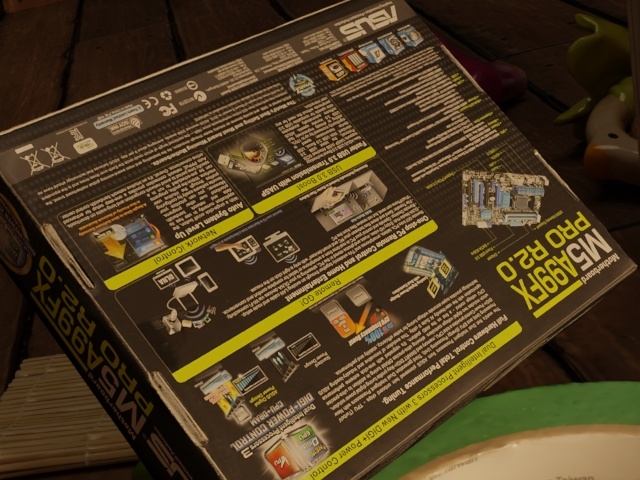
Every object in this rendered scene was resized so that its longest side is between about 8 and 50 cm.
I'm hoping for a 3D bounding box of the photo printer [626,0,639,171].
[{"bbox_3d":[0.332,-0.149,0.768,0.256,0.307,0.107,-25,27,-26],"label":"photo printer"}]

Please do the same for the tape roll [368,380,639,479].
[{"bbox_3d":[0.111,0.172,0.434,0.321,0.077,0.321,-10,24,5],"label":"tape roll"}]

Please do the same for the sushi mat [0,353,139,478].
[{"bbox_3d":[-0.080,0.101,0.761,0.316,0.019,0.151,-9,22,7],"label":"sushi mat"}]

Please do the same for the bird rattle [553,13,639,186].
[{"bbox_3d":[0.330,-0.103,0.960,0.253,0.143,0.207,12,42,19],"label":"bird rattle"}]

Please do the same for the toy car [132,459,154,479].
[{"bbox_3d":[-0.044,0.048,0.614,0.149,0.188,0.155,2,40,30],"label":"toy car"}]

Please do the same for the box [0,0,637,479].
[{"bbox_3d":[0.000,0.000,0.543,0.270,0.216,0.060,-30,-15,-36],"label":"box"}]

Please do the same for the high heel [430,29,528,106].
[{"bbox_3d":[0.111,-0.191,1.258,0.117,0.082,0.244,-19,35,-41],"label":"high heel"}]
